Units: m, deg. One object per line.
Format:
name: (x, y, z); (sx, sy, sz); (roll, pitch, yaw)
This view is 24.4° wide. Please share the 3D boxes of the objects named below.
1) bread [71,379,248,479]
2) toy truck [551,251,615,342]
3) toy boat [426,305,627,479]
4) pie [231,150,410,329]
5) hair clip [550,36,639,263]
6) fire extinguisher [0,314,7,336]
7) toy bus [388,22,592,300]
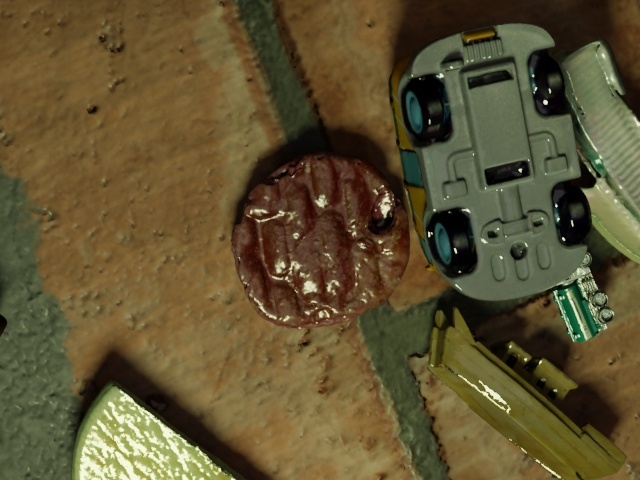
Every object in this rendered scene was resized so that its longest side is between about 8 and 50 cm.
bread: (-0.129, 0.207, 1.185); (0.193, 0.036, 0.112); (40, 89, -17)
toy truck: (0.219, 0.043, 1.258); (0.044, 0.039, 0.083); (-24, 102, 3)
toy boat: (0.174, 0.129, 1.243); (0.206, 0.064, 0.072); (42, 69, -14)
pie: (0.000, 0.000, 1.200); (0.153, 0.038, 0.153); (-1, 95, -11)
hair clip: (0.249, -0.058, 1.241); (0.159, 0.071, 0.218); (-37, 97, -8)
fire extinguisher: (-0.355, 0.033, 1.100); (0.231, 0.071, 0.099); (35, 113, -14)
toy bus: (0.125, -0.062, 1.174); (0.126, 0.136, 0.209); (-14, 98, -15)
